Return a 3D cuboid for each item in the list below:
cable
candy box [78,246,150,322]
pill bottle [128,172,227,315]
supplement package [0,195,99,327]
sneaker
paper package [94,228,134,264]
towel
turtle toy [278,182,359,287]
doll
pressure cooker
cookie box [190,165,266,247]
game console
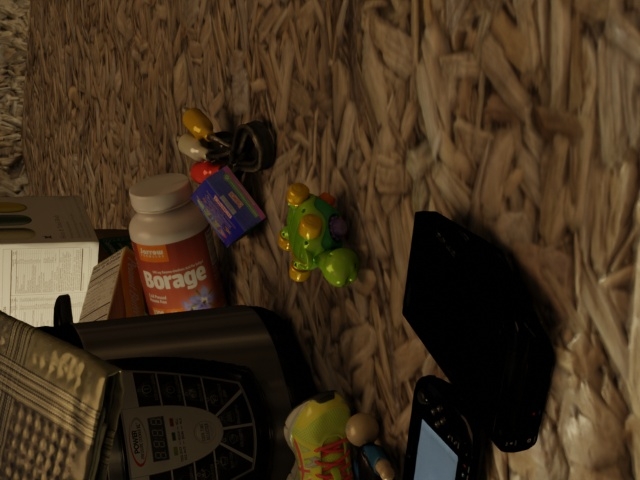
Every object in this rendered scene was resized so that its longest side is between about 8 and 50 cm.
[{"bbox_3d":[-0.135,-0.109,1.816,0.287,0.072,0.139,-154,54,-68],"label":"cable"},{"bbox_3d":[-0.287,0.184,2.018,0.087,0.183,0.316,-30,35,28],"label":"candy box"},{"bbox_3d":[-0.218,0.015,1.960,0.121,0.121,0.216,-136,31,-62],"label":"pill bottle"},{"bbox_3d":[-0.521,0.051,2.195,0.199,0.262,0.198,-127,40,-59],"label":"supplement package"},{"bbox_3d":[0.011,0.262,1.505,0.094,0.081,0.208,50,148,45],"label":"sneaker"},{"bbox_3d":[-0.345,0.146,2.364,0.325,0.168,0.309,-154,60,-69],"label":"paper package"},{"bbox_3d":[-0.345,0.248,1.508,0.324,0.056,0.312,20,98,44],"label":"towel"},{"bbox_3d":[0.000,0.000,1.456,0.095,0.066,0.130,104,153,-45],"label":"turtle toy"},{"bbox_3d":[0.060,0.270,1.388,0.129,0.046,0.189,98,165,-59],"label":"doll"},{"bbox_3d":[-0.238,0.283,1.692,0.370,0.420,0.375,-125,35,-56],"label":"pressure cooker"},{"bbox_3d":[-0.128,-0.046,1.805,0.092,0.040,0.107,53,160,-1],"label":"cookie box"},{"bbox_3d":[0.123,0.163,1.180,0.213,0.044,0.361,-124,33,-55],"label":"game console"}]
